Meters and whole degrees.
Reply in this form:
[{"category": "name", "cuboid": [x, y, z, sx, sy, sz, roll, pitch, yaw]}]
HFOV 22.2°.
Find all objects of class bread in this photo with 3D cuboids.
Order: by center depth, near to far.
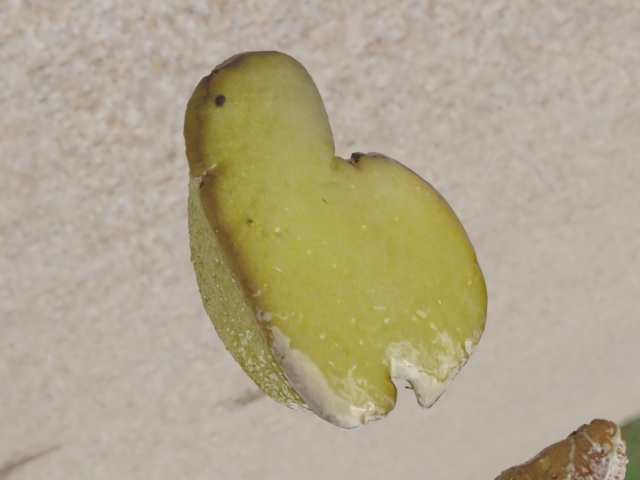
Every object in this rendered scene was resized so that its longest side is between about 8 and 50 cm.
[{"category": "bread", "cuboid": [0.000, 0.000, 0.773, 0.149, 0.187, 0.065, -17, 167, -40]}, {"category": "bread", "cuboid": [0.159, 0.236, 1.284, 0.105, 0.076, 0.233, 31, 109, -26]}]
